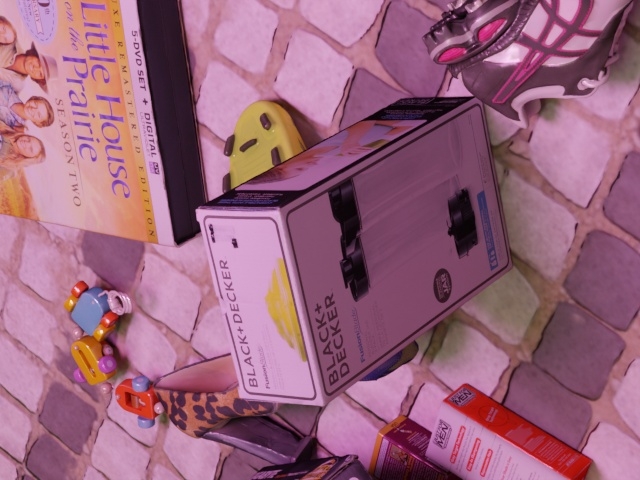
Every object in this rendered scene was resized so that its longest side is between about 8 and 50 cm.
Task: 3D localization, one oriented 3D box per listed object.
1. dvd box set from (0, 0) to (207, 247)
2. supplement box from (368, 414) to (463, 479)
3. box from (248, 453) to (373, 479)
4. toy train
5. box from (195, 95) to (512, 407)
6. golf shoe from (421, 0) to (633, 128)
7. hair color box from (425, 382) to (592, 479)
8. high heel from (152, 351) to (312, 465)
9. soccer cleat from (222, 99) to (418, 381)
[{"bbox_3d":[-0.307,-0.168,1.769,0.420,0.062,0.308,11,118,36],"label":"dvd box set"},{"bbox_3d":[0.093,0.214,1.639,0.083,0.043,0.055,31,127,25],"label":"supplement box"},{"bbox_3d":[0.049,0.341,1.617,0.295,0.073,0.293,53,159,-2],"label":"box"},{"bbox_3d":[-0.214,0.114,1.844,0.125,0.046,0.166,10,120,34],"label":"toy train"},{"bbox_3d":[0.037,0.002,1.414,0.087,0.290,0.169,2,111,39],"label":"box"},{"bbox_3d":[0.207,-0.184,1.333,0.120,0.105,0.273,49,141,-12],"label":"golf shoe"},{"bbox_3d":[0.170,0.199,1.569,0.141,0.043,0.072,31,127,23],"label":"hair color box"},{"bbox_3d":[-0.095,0.109,1.704,0.186,0.093,0.261,21,132,23],"label":"high heel"},{"bbox_3d":[-0.001,0.001,1.579,0.093,0.121,0.289,-42,62,37],"label":"soccer cleat"}]
